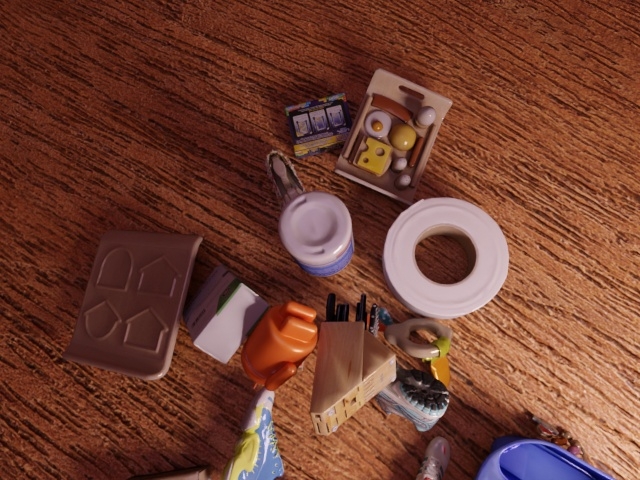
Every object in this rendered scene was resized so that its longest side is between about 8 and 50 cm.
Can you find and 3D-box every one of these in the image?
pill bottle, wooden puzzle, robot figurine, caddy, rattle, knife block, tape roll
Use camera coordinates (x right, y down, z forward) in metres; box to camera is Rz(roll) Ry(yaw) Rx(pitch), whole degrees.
[{"bbox_3d":[0.000,0.000,1.028,0.153,0.272,0.152,-1,75,5],"label":"pill bottle"},{"bbox_3d":[-0.449,0.144,1.109,0.323,0.080,0.347,4,71,25],"label":"wooden puzzle"},{"bbox_3d":[-0.090,0.226,0.962,0.158,0.128,0.219,51,124,23],"label":"robot figurine"},{"bbox_3d":[0.464,0.543,0.889,0.342,0.179,0.241,28,81,12],"label":"caddy"},{"bbox_3d":[0.207,0.251,1.068,0.200,0.142,0.130,4,43,22],"label":"rattle"},{"bbox_3d":[0.031,0.234,0.963,0.276,0.088,0.242,-32,45,-24],"label":"knife block"},{"bbox_3d":[0.290,0.042,1.077,0.287,0.100,0.285,-2,76,6],"label":"tape roll"}]

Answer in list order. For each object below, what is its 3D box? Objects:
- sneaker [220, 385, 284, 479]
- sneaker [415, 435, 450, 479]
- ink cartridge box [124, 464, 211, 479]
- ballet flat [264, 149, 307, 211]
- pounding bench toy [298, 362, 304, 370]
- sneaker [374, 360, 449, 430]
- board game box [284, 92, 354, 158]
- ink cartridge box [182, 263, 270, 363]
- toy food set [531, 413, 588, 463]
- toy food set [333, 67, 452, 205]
[{"bbox_3d":[-0.129,0.464,1.032,0.126,0.091,0.240,24,78,-7],"label":"sneaker"},{"bbox_3d":[0.241,0.507,0.974,0.057,0.075,0.161,27,80,12],"label":"sneaker"},{"bbox_3d":[-0.337,0.640,0.995,0.194,0.088,0.234,-9,74,2],"label":"ink cartridge box"},{"bbox_3d":[-0.084,-0.135,1.173,0.091,0.077,0.240,-30,75,-4],"label":"ballet flat"},{"bbox_3d":[-0.068,0.264,1.072,0.052,0.065,0.083,4,76,21],"label":"pounding bench toy"},{"bbox_3d":[0.140,0.327,1.016,0.283,0.122,0.110,30,38,31],"label":"sneaker"},{"bbox_3d":[0.001,-0.311,1.224,0.171,0.048,0.140,-13,77,2],"label":"board game box"},{"bbox_3d":[-0.225,0.158,1.039,0.093,0.219,0.160,41,82,-23],"label":"ink cartridge box"},{"bbox_3d":[0.518,0.425,0.967,0.122,0.078,0.019,30,112,9],"label":"toy food set"},{"bbox_3d":[0.186,-0.262,1.144,0.220,0.092,0.305,23,78,-3],"label":"toy food set"}]
